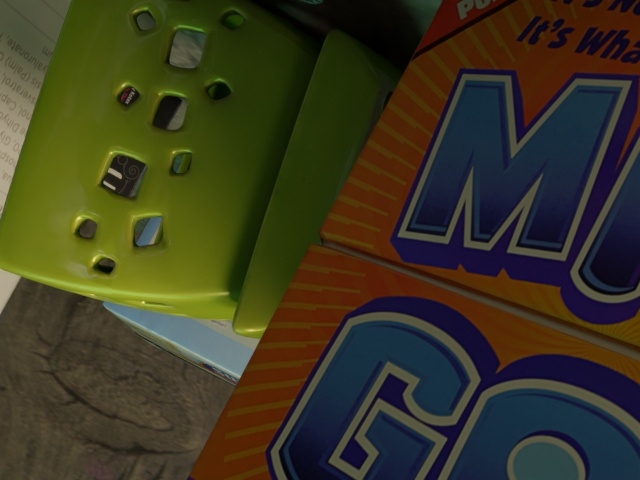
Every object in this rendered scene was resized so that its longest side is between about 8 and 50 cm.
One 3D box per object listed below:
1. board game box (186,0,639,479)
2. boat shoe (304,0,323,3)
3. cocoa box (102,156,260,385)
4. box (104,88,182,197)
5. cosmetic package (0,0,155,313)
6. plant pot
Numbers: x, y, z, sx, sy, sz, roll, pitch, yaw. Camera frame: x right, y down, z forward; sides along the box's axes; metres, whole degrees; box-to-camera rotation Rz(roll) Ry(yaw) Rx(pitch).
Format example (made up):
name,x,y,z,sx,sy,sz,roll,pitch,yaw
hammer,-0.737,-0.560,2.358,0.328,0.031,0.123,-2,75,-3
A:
name,x,y,z,sx,sy,sz,roll,pitch,yaw
board game box,0.214,0.115,0.675,0.356,0.356,0.356,20,169,45
boat shoe,-0.038,-0.164,0.803,0.083,0.065,0.183,32,170,-19
cocoa box,-0.044,0.076,1.742,0.347,0.231,0.228,26,171,13
box,-0.311,-0.155,1.495,0.270,0.143,0.165,31,172,-24
cosmetic package,-0.409,-0.121,1.135,0.329,0.394,0.327,22,170,29
plant pot,-0.050,-0.046,0.960,0.207,0.228,0.227,19,-179,21
